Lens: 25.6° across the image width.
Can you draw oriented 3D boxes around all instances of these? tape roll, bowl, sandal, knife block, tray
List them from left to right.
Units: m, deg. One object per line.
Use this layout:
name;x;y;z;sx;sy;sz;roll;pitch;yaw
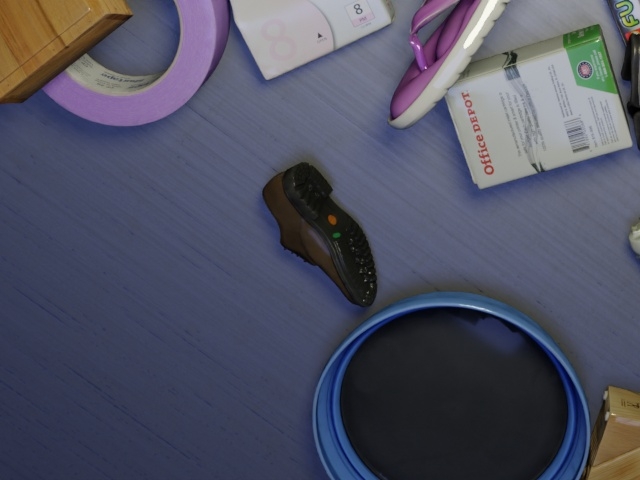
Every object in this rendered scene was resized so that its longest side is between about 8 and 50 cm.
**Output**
tray;-0.426;-0.400;1.782;0.203;0.076;0.411;-33;83;22
tape roll;-0.262;-0.293;1.861;0.275;0.090;0.275;3;111;8
bowl;0.186;0.253;2.007;0.391;0.077;0.391;4;112;9
sandal;0.186;-0.326;1.733;0.102;0.169;0.416;33;101;-7
knife block;0.498;0.306;1.966;0.242;0.088;0.276;16;113;4

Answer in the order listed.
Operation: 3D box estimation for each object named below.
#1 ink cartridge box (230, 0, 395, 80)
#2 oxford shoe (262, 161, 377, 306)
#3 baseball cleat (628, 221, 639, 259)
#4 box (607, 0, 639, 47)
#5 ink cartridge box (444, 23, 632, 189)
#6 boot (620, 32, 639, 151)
ink cartridge box;-0.037;-0.348;1.818;0.189;0.066;0.232;-23;110;18
oxford shoe;0.000;0.000;1.948;0.096;0.083;0.227;-22;107;38
baseball cleat;0.512;-0.019;1.854;0.206;0.072;0.109;-23;120;22
box;0.399;-0.345;1.751;0.114;0.036;0.207;-20;107;17
ink cartridge box;0.279;-0.171;1.814;0.208;0.087;0.153;-15;109;14
boot;0.480;-0.241;1.703;0.222;0.118;0.338;2;126;9
